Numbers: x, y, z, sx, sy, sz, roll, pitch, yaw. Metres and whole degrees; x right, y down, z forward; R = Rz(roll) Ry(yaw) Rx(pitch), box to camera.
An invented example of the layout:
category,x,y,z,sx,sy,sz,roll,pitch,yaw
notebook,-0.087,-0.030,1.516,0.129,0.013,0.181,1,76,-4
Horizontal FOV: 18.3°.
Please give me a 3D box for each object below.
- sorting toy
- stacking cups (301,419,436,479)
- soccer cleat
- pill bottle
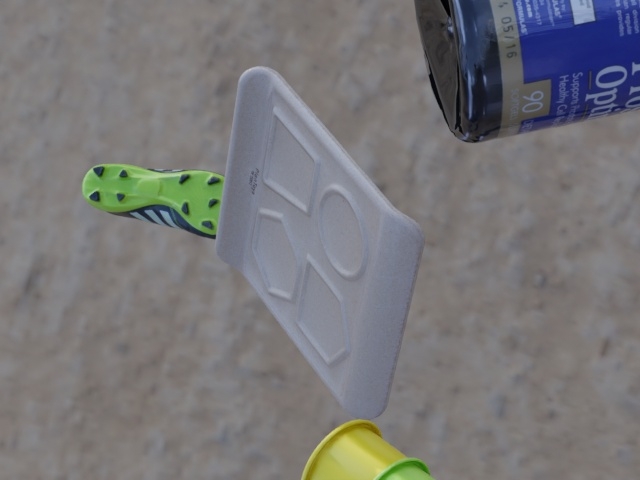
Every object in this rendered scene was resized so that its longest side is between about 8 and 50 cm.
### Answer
category,x,y,z,sx,sy,sz,roll,pitch,yaw
sorting toy,0.000,0.000,1.448,0.208,0.038,0.193,47,141,36
stacking cups,0.116,0.261,1.604,0.316,0.096,0.096,34,99,40
soccer cleat,-0.133,-0.037,1.845,0.179,0.072,0.060,12,84,12
pill bottle,0.166,-0.130,1.040,0.219,0.123,0.123,-12,64,-6
